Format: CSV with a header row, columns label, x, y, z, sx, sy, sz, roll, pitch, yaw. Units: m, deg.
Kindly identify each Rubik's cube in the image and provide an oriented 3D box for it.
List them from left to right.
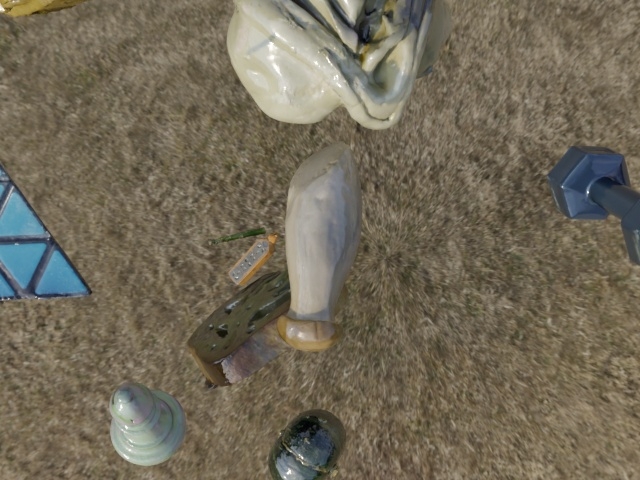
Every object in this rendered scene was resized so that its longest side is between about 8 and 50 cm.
label,x,y,z,sx,sy,sz,roll,pitch,yaw
Rubik's cube,-0.523,-0.007,1.088,0.228,0.228,0.233,-22,61,34

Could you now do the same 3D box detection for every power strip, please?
label,x,y,z,sx,sy,sz,roll,pitch,yaw
power strip,-0.167,0.044,1.709,0.178,0.028,0.049,-46,72,16

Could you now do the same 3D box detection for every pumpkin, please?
label,x,y,z,sx,sy,sz,roll,pitch,yaw
pumpkin,-0.026,0.450,1.431,0.190,0.190,0.146,-39,84,3

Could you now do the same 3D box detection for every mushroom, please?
label,x,y,z,sx,sy,sz,roll,pitch,yaw
mushroom,0.000,0.000,1.067,0.128,0.128,0.350,7,79,6

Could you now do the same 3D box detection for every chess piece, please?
label,x,y,z,sx,sy,sz,roll,pitch,yaw
chess piece,-0.315,0.300,1.166,0.139,0.272,0.139,1,62,-3

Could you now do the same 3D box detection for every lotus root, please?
label,x,y,z,sx,sy,sz,roll,pitch,yaw
lotus root,-0.126,0.177,1.449,0.390,0.375,0.111,-26,107,27

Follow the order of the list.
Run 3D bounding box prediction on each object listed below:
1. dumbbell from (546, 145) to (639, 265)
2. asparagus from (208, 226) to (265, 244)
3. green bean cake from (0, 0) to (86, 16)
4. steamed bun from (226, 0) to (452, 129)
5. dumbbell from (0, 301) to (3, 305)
label,x,y,z,sx,sy,sz,roll,pitch,yaw
dumbbell,0.542,-0.066,1.196,0.143,0.316,0.156,-27,116,-1
asparagus,-0.182,-0.009,1.466,0.127,0.018,0.015,-13,64,-10
green bean cake,-0.243,-0.325,0.709,0.224,0.229,0.131,2,116,40
steamed bun,0.039,-0.351,1.035,0.352,0.247,0.339,17,61,-8
dumbbell,-0.648,0.008,1.364,0.081,0.081,0.254,-10,69,5
